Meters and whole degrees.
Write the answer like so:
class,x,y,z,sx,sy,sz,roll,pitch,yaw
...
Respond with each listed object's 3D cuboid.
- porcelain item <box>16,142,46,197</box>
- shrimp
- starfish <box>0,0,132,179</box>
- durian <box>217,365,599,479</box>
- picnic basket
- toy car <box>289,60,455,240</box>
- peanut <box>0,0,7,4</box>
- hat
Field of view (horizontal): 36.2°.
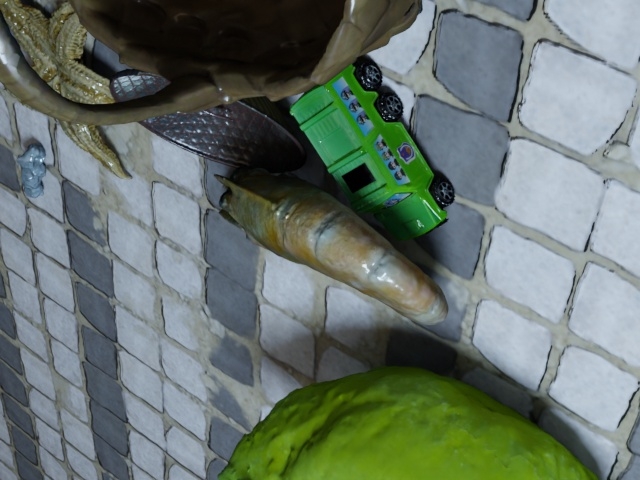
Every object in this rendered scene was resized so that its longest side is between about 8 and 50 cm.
class,x,y,z,sx,sy,sz,roll,pitch,yaw
porcelain item,-0.362,-0.089,1.234,0.028,0.036,0.083,33,142,14
shrimp,0.000,0.000,0.899,0.168,0.077,0.317,39,175,-36
starfish,-0.273,-0.190,1.071,0.236,0.062,0.277,-18,101,44
durian,0.102,0.233,0.913,0.340,0.204,0.256,-22,116,41
picnic basket,-0.122,-0.221,0.680,0.337,0.337,0.293,16,126,37
toy car,0.044,-0.071,0.828,0.071,0.062,0.165,-27,98,50
peanut,-0.372,-0.296,0.975,0.340,0.174,0.158,8,111,45
hat,-0.091,-0.138,0.906,0.193,0.082,0.193,18,165,5
